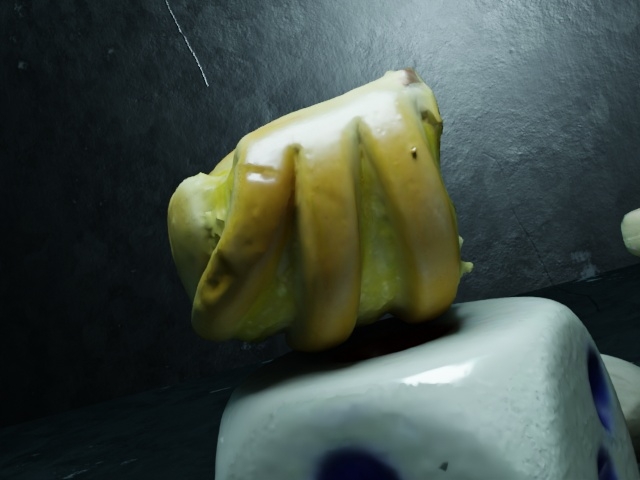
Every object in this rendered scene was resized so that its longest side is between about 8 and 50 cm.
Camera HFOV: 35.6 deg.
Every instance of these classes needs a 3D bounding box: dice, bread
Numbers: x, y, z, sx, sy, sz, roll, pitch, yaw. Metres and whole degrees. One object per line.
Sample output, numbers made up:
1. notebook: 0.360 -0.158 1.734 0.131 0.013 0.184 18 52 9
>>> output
1. dice: 0.103 0.229 0.862 0.304 0.304 0.277 -15 5 27
2. bread: 0.000 0.000 0.888 0.270 0.211 0.316 -25 -3 -9

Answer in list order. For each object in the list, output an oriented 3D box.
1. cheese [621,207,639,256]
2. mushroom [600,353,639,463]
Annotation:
1. cheese: 0.359 -0.028 0.903 0.171 0.047 0.092 -21 1 23
2. mushroom: 0.309 0.192 1.070 0.350 0.128 0.128 16 -13 -27
